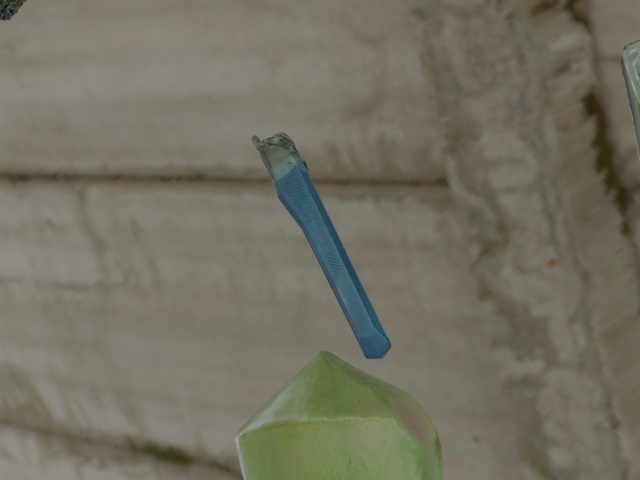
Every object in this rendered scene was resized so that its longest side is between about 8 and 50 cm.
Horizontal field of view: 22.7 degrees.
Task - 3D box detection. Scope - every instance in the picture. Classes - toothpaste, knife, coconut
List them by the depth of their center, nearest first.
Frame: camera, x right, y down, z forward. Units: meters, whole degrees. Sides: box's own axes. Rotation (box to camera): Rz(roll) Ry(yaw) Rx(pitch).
[{"bbox_3d":[0.281,-0.078,1.331,0.029,0.048,0.197,-137,-151,-58],"label":"toothpaste"},{"bbox_3d":[0.001,0.001,1.694,0.296,0.044,0.026,64,9,23],"label":"knife"},{"bbox_3d":[0.030,0.313,2.227,0.328,0.281,0.328,172,-90,-77],"label":"coconut"}]

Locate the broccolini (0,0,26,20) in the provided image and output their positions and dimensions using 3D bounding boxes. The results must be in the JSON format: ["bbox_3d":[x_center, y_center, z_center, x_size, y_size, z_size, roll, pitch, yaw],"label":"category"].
[{"bbox_3d":[-0.321,-0.327,1.669,0.068,0.091,0.202,17,-92,36],"label":"broccolini"}]
